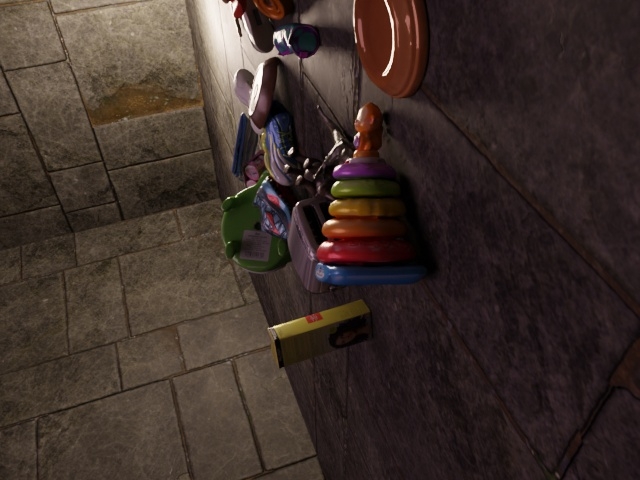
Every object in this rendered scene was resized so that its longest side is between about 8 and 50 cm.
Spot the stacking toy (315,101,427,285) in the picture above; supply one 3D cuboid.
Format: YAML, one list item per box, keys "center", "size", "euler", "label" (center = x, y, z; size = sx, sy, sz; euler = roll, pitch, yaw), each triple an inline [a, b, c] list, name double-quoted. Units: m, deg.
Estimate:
- center: [0.077, -0.078, 0.969]
  size: [0.175, 0.166, 0.301]
  euler: [-173, 84, -80]
  label: "stacking toy"

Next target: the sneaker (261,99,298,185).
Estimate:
- center: [-0.113, -0.272, 1.582]
  size: [0.126, 0.091, 0.240]
  euler: [114, 140, -68]
  label: "sneaker"

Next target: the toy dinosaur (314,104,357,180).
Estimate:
- center: [0.040, -0.158, 1.155]
  size: [0.268, 0.064, 0.118]
  euler: [-120, 34, -48]
  label: "toy dinosaur"

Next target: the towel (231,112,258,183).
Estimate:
- center: [-0.250, -0.302, 1.963]
  size: [0.285, 0.034, 0.209]
  euler: [-42, -39, -89]
  label: "towel"

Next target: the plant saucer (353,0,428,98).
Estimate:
- center: [0.092, -0.302, 0.837]
  size: [0.200, 0.037, 0.200]
  euler: [164, 90, -76]
  label: "plant saucer"

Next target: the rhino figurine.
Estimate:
- center: [0.000, -0.129, 1.281]
  size: [0.073, 0.106, 0.243]
  euler: [-58, 30, 11]
  label: "rhino figurine"

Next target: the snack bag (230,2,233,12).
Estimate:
- center: [-0.261, -0.804, 1.586]
  size: [0.323, 0.037, 0.342]
  euler: [-105, 7, -63]
  label: "snack bag"

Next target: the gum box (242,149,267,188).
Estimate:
- center: [-0.193, -0.196, 1.922]
  size: [0.062, 0.107, 0.188]
  euler: [19, 137, 21]
  label: "gum box"

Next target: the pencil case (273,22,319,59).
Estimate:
- center: [-0.054, -0.422, 1.237]
  size: [0.151, 0.064, 0.070]
  euler: [-132, 55, -64]
  label: "pencil case"

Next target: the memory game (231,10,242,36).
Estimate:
- center: [-0.271, -0.724, 1.813]
  size: [0.186, 0.012, 0.186]
  euler: [167, 90, -89]
  label: "memory game"

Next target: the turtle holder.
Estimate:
- center: [-0.182, -0.054, 1.789]
  size: [0.227, 0.243, 0.320]
  euler: [57, -170, -76]
  label: "turtle holder"

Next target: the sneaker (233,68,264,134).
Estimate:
- center: [-0.188, -0.437, 1.751]
  size: [0.232, 0.090, 0.115]
  euler: [61, 156, 16]
  label: "sneaker"

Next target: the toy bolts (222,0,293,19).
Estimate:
- center: [-0.139, -0.617, 1.337]
  size: [0.218, 0.158, 0.228]
  euler: [37, 164, -17]
  label: "toy bolts"

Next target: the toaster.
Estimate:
- center: [0.000, 0.000, 1.348]
  size: [0.146, 0.129, 0.227]
  euler: [102, 153, -54]
  label: "toaster"

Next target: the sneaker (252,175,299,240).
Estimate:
- center: [-0.100, -0.048, 1.610]
  size: [0.125, 0.104, 0.262]
  euler: [-45, 61, 27]
  label: "sneaker"

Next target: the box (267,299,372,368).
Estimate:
- center: [0.002, 0.211, 1.331]
  size: [0.058, 0.232, 0.087]
  euler: [-125, 23, -55]
  label: "box"

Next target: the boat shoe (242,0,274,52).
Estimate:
- center: [-0.178, -0.599, 1.516]
  size: [0.081, 0.079, 0.227]
  euler: [-154, 47, -67]
  label: "boat shoe"

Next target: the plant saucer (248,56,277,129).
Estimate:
- center: [-0.160, -0.403, 1.583]
  size: [0.198, 0.036, 0.198]
  euler: [-169, 90, -72]
  label: "plant saucer"
